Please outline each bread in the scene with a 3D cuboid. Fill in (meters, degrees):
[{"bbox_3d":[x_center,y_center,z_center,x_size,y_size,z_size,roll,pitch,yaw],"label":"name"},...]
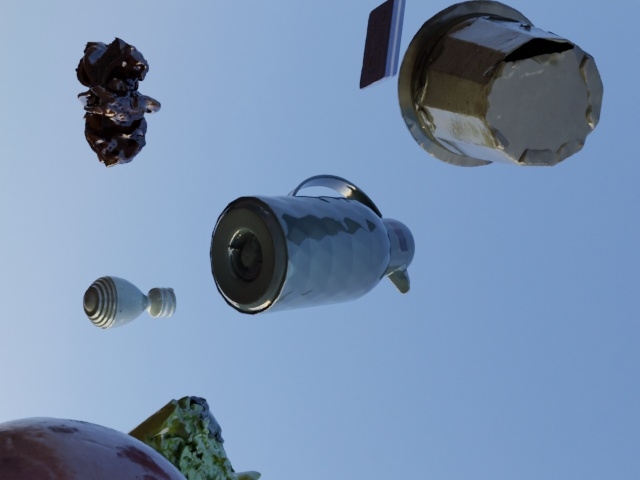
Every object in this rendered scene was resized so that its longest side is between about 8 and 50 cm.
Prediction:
[{"bbox_3d":[-0.294,0.422,1.416,0.377,0.251,0.208,-35,-105,12],"label":"bread"}]

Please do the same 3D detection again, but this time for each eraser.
[{"bbox_3d":[0.132,-0.418,1.850,0.082,0.036,0.224,-18,-124,48],"label":"eraser"}]

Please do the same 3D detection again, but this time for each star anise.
[{"bbox_3d":[-0.309,-0.219,1.345,0.190,0.126,0.220,102,-23,-54],"label":"star anise"}]

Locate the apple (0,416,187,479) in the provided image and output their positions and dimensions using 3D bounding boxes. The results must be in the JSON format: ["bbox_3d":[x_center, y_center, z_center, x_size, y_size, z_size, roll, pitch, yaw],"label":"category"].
[{"bbox_3d":[-0.243,0.300,0.769,0.235,0.306,0.305,-2,-105,57],"label":"apple"}]

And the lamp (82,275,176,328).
[{"bbox_3d":[-0.379,0.124,1.741,0.106,0.193,0.106,-8,-100,48],"label":"lamp"}]

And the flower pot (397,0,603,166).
[{"bbox_3d":[0.220,-0.179,1.029,0.202,0.212,0.212,-139,-111,-72],"label":"flower pot"}]

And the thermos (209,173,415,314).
[{"bbox_3d":[0.000,0.000,1.135,0.145,0.287,0.182,-37,-112,39],"label":"thermos"}]
